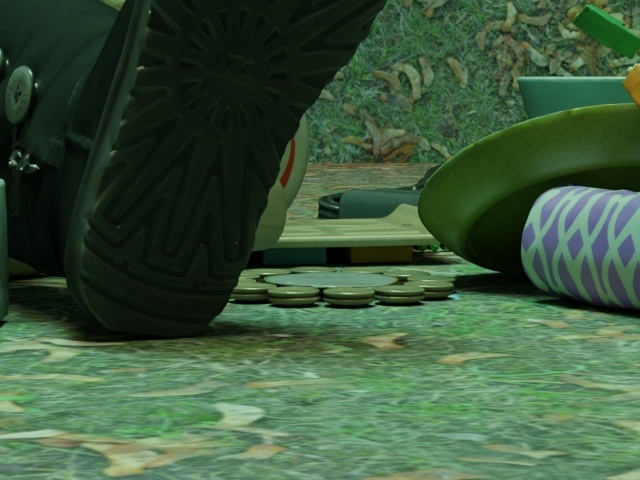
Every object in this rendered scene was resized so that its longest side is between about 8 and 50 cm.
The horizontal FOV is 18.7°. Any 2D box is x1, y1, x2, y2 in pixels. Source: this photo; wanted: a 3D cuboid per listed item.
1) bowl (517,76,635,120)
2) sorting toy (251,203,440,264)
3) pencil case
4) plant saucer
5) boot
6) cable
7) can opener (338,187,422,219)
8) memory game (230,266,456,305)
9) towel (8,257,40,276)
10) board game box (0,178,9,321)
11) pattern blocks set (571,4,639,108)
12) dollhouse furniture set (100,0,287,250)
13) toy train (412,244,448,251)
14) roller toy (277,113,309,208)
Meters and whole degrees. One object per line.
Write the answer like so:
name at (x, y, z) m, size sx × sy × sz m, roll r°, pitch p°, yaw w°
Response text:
bowl at (0.362, -0.094, 2.056) m, size 0.312 × 0.163 × 0.311 m, roll 1°, pitch 4°, yaw 0°
sorting toy at (0.000, 0.000, 1.721) m, size 0.208 × 0.038 × 0.193 m, roll -6°, pitch 6°, yaw -13°
pencil case at (0.225, 0.009, 1.321) m, size 0.088 × 0.086 × 0.206 m, roll 23°, pitch -7°, yaw -32°
plant saucer at (0.195, -0.028, 1.483) m, size 0.241 × 0.037 × 0.241 m, roll -7°, pitch -25°, yaw -3°
boot at (-0.140, -0.148, 1.362) m, size 0.146 × 0.367 × 0.445 m, roll 28°, pitch -1°, yaw -26°
cable at (0.121, -0.032, 2.139) m, size 0.139 × 0.072 × 0.287 m, roll 24°, pitch 30°, yaw 33°
can opener at (0.134, -0.046, 1.880) m, size 0.076 × 0.095 × 0.283 m, roll -3°, pitch 6°, yaw -42°
memory game at (0.009, 0.033, 1.424) m, size 0.186 × 0.012 × 0.186 m, roll 1°, pitch 5°, yaw 0°
towel at (-0.295, 0.015, 1.560) m, size 0.148 × 0.027 × 0.110 m, roll 3°, pitch 7°, yaw 36°
board game box at (-0.351, 0.015, 1.156) m, size 0.303 × 0.097 × 0.224 m, roll -1°, pitch 4°, yaw -2°
pattern blocks set at (0.309, -0.061, 1.351) m, size 0.325 × 0.026 × 0.285 m, roll 46°, pitch 19°, yaw 31°
dollhouse furniture set at (-0.167, -0.180, 1.694) m, size 0.362 × 0.394 × 0.256 m, roll 2°, pitch 1°, yaw 43°
toy train at (0.123, -0.002, 1.781) m, size 0.083 × 0.023 × 0.017 m, roll -1°, pitch 5°, yaw -16°
roller toy at (-0.113, -0.094, 1.855) m, size 0.191 × 0.209 × 0.146 m, roll 43°, pitch -15°, yaw -25°
